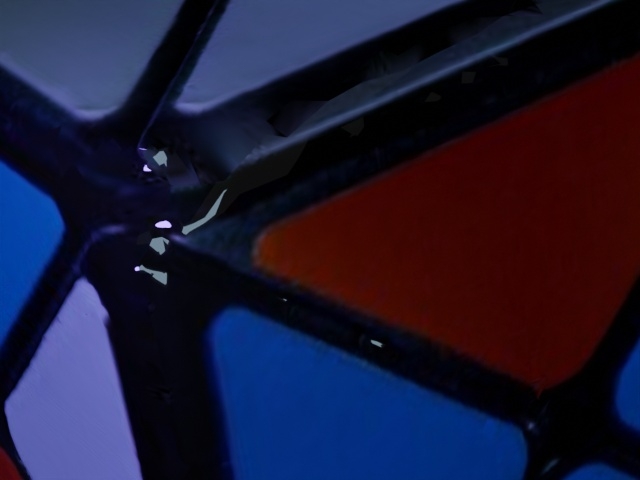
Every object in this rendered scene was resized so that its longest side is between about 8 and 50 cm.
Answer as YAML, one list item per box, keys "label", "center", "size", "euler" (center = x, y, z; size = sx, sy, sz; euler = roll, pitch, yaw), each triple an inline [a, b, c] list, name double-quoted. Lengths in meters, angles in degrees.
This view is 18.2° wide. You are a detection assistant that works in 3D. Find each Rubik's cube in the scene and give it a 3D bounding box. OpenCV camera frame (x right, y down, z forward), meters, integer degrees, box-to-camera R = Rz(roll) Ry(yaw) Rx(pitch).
- label: "Rubik's cube"
  center: [0.000, 0.000, 0.632]
  size: [0.246, 0.250, 0.248]
  euler: [-24, 124, -26]
